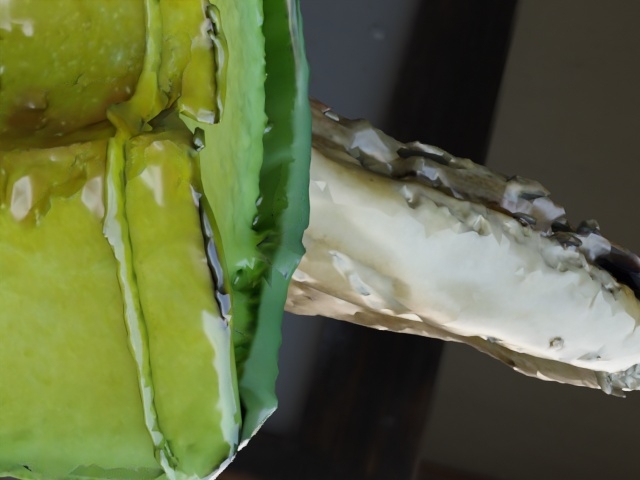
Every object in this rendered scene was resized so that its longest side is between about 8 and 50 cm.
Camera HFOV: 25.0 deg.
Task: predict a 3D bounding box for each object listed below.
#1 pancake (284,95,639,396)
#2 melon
[{"bbox_3d":[0.001,-0.001,0.710,0.382,0.382,0.071,70,40,-83],"label":"pancake"},{"bbox_3d":[-0.103,-0.078,0.356,0.129,0.169,0.265,-53,134,-67],"label":"melon"}]
